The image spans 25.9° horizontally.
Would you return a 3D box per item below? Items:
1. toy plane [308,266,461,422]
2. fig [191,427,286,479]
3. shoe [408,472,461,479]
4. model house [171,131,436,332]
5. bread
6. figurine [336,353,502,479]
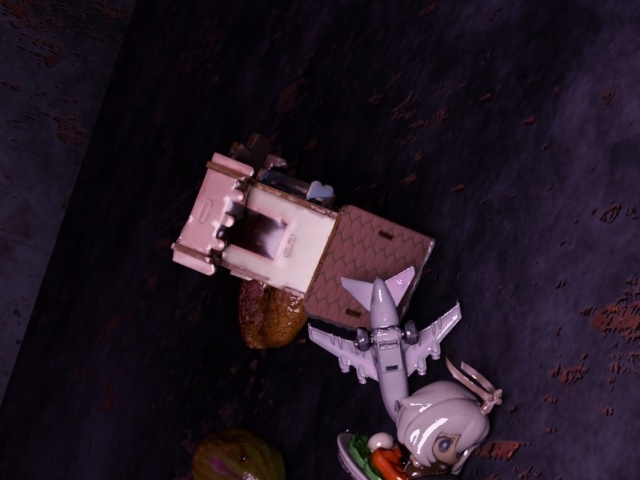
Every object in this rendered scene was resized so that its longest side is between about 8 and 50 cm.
[{"bbox_3d":[0.072,0.115,1.466,0.065,0.162,0.171,-85,-14,-82],"label":"toy plane"},{"bbox_3d":[-0.090,0.290,1.685,0.109,0.103,0.154,-28,31,-13],"label":"fig"},{"bbox_3d":[0.083,0.348,1.244,0.137,0.114,0.291,50,131,43],"label":"shoe"},{"bbox_3d":[0.000,0.000,1.580,0.169,0.244,0.326,-66,-11,-1],"label":"model house"},{"bbox_3d":[-0.058,0.059,1.871,0.193,0.064,0.193,-45,35,45],"label":"bread"},{"bbox_3d":[0.106,0.180,1.341,0.154,0.132,0.132,-50,26,9],"label":"figurine"}]
